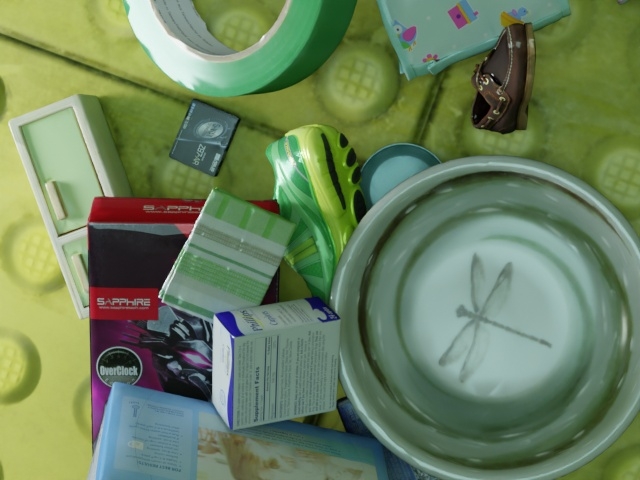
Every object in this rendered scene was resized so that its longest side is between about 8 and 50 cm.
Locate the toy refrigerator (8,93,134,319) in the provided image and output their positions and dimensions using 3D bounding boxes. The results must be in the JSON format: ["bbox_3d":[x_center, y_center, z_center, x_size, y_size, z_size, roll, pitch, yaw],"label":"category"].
[{"bbox_3d":[-0.298,-0.044,1.732,0.102,0.094,0.269,-19,92,8],"label":"toy refrigerator"}]

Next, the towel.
[{"bbox_3d":[-0.108,0.024,1.578,0.113,0.023,0.152,24,102,-15],"label":"towel"}]

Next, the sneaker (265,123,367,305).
[{"bbox_3d":[0.000,0.000,1.704,0.124,0.109,0.295,-1,102,39],"label":"sneaker"}]

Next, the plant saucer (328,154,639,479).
[{"bbox_3d":[0.210,0.099,1.650,0.401,0.100,0.400,0,84,2],"label":"plant saucer"}]

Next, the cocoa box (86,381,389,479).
[{"bbox_3d":[-0.108,0.344,1.572,0.347,0.231,0.228,14,112,-10],"label":"cocoa box"}]

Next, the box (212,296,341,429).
[{"bbox_3d":[-0.053,0.143,1.586,0.137,0.072,0.126,-8,116,-23],"label":"box"}]

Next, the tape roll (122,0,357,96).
[{"bbox_3d":[-0.102,-0.335,1.625,0.321,0.077,0.321,8,103,34],"label":"tape roll"}]

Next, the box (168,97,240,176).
[{"bbox_3d":[-0.149,-0.133,1.743,0.067,0.018,0.083,25,97,6],"label":"box"}]

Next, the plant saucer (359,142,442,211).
[{"bbox_3d":[0.105,-0.064,1.712,0.119,0.021,0.119,1,94,8],"label":"plant saucer"}]

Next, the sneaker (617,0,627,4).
[{"bbox_3d":[0.501,-0.250,1.617,0.319,0.112,0.131,41,115,6],"label":"sneaker"}]

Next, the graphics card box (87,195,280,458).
[{"bbox_3d":[-0.167,0.135,1.668,0.233,0.094,0.370,1,109,-5],"label":"graphics card box"}]

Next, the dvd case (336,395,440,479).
[{"bbox_3d":[0.167,0.245,1.726,0.253,0.022,0.180,-21,90,9],"label":"dvd case"}]

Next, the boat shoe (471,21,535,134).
[{"bbox_3d":[0.215,-0.186,1.601,0.073,0.207,0.073,0,63,3],"label":"boat shoe"}]

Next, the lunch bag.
[{"bbox_3d":[0.159,-0.345,1.618,0.223,0.160,0.262,-20,86,8],"label":"lunch bag"}]
